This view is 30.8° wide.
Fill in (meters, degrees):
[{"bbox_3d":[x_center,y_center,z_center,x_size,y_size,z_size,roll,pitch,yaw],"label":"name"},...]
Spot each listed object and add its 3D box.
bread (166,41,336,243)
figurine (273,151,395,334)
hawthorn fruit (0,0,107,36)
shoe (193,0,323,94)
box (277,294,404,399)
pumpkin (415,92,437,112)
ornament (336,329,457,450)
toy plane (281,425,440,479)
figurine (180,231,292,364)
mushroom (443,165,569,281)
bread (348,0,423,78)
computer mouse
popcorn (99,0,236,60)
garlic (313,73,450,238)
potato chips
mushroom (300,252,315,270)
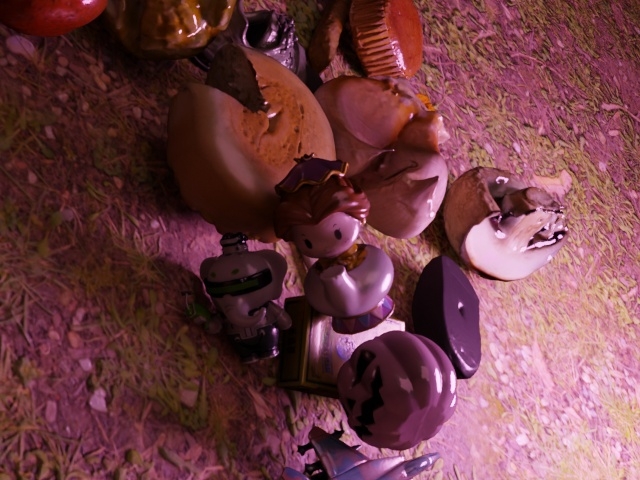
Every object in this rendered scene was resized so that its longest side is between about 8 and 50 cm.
[{"bbox_3d":[-0.111,-0.138,1.810,0.333,0.160,0.333,27,48,-34],"label":"bread"},{"bbox_3d":[0.018,0.000,1.676,0.189,0.142,0.263,-87,157,-66],"label":"figurine"},{"bbox_3d":[-0.392,-0.373,1.658,0.189,0.189,0.189,29,45,-33],"label":"hawthorn fruit"},{"bbox_3d":[-0.075,-0.321,1.997,0.293,0.149,0.109,17,51,-40],"label":"shoe"},{"bbox_3d":[0.035,0.174,1.803,0.220,0.064,0.141,18,70,-39],"label":"box"},{"bbox_3d":[0.189,-0.254,2.332,0.083,0.054,0.074,-18,74,-31],"label":"pumpkin"},{"bbox_3d":[0.109,0.215,1.707,0.177,0.177,0.177,29,45,-33],"label":"ornament"},{"bbox_3d":[0.074,0.363,1.707,0.326,0.104,0.223,-8,72,-56],"label":"toy plane"},{"bbox_3d":[-0.111,0.082,1.683,0.126,0.147,0.192,-29,106,-73],"label":"figurine"},{"bbox_3d":[0.338,-0.040,2.249,0.267,0.189,0.164,1,42,-34],"label":"mushroom"},{"bbox_3d":[0.136,-0.410,2.287,0.199,0.104,0.199,24,62,-60],"label":"bread"},{"bbox_3d":[0.216,0.145,2.040,0.137,0.086,0.269,49,28,-26],"label":"computer mouse"},{"bbox_3d":[-0.238,-0.407,1.819,0.226,0.276,0.276,27,43,-9],"label":"popcorn"},{"bbox_3d":[0.111,-0.150,2.028,0.313,0.249,0.286,-70,142,-51],"label":"garlic"},{"bbox_3d":[0.046,-0.447,2.302,0.080,0.057,0.407,49,37,-16],"label":"potato chips"},{"bbox_3d":[-0.001,0.001,1.913,0.068,0.043,0.306,-7,76,-19],"label":"mushroom"}]
